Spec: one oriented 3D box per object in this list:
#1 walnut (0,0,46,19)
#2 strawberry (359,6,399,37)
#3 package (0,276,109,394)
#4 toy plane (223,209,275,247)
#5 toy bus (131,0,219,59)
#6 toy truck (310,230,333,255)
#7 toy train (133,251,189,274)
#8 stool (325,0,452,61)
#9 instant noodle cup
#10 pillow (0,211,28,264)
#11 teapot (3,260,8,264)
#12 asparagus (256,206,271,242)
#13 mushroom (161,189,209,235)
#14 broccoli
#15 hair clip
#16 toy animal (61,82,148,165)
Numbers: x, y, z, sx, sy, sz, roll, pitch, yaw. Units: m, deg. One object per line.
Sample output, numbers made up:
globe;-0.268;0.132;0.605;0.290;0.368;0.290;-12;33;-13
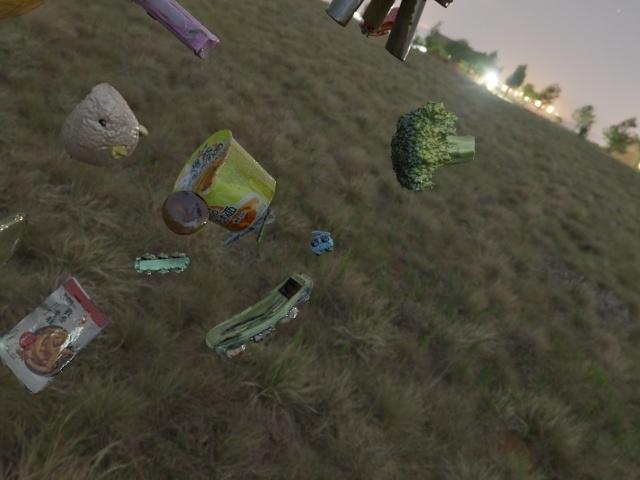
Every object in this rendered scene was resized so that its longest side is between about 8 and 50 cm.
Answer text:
walnut;-0.357;-0.347;0.588;0.165;0.197;0.165;49;18;-22
strawberry;0.216;-0.700;1.689;0.187;0.082;0.146;-6;19;10
package;-0.597;0.206;1.191;0.154;0.030;0.239;64;34;-25
toy plane;-0.330;-0.069;2.321;0.212;0.267;0.088;44;-12;53
toy bus;-0.432;-0.655;1.568;0.274;0.090;0.112;39;11;-14
toy truck;0.000;0.000;1.684;0.073;0.056;0.090;-20;31;4
toy train;-0.580;0.084;1.936;0.194;0.081;0.125;-4;-2;-22
stool;0.112;-0.487;0.987;0.272;0.178;0.272;28;31;-19
instant noodle cup;-0.270;-0.157;1.531;0.200;0.264;0.264;36;14;-34
pillow;-0.563;0.020;0.853;0.033;0.130;0.217;37;21;3
teapot;-0.941;0.038;1.525;0.088;0.057;0.066;25;30;-16
asparagus;-0.189;-0.054;1.787;0.015;0.127;0.018;14;12;-30
mushroom;-0.342;-0.072;1.340;0.123;0.123;0.052;32;-14;11
broccoli;0.325;-0.279;1.539;0.243;0.263;0.247;2;24;0
hair clip;-0.152;0.213;1.431;0.138;0.321;0.091;23;-38;62
toy animal;-0.743;-0.354;1.792;0.226;0.358;0.188;43;44;-24
